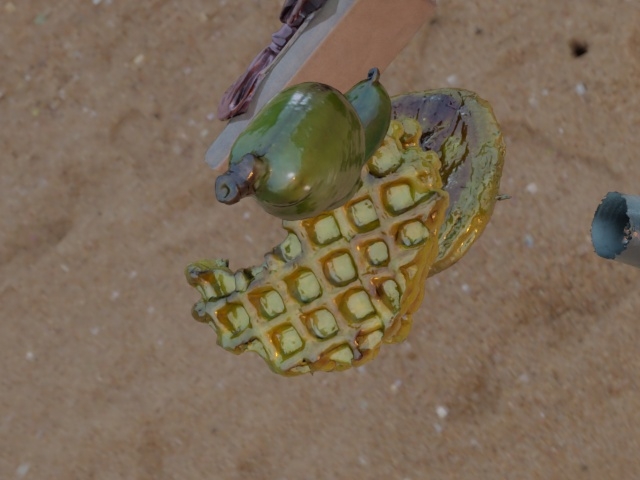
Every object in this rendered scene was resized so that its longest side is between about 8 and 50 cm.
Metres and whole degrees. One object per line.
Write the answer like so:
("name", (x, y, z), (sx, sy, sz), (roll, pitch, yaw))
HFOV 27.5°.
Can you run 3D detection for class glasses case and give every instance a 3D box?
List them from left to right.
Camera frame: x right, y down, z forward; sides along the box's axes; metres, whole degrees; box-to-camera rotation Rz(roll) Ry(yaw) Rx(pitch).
("glasses case", (-0.020, -0.130, 0.926), (0.193, 0.102, 0.070), (-50, 55, 16))

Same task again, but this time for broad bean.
("broad bean", (-0.003, -0.040, 0.596), (0.048, 0.213, 0.070), (25, 107, 6))

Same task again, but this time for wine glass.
("wine glass", (0.434, 0.003, 1.543), (0.103, 0.222, 0.103), (-169, 90, -74))

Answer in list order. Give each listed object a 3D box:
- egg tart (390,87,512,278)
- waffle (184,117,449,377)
("egg tart", (0.134, -0.054, 1.876), (0.340, 0.153, 0.351), (0, 63, 40))
("waffle", (0.000, 0.000, 1.473), (0.261, 0.151, 0.324), (27, 104, 19))
